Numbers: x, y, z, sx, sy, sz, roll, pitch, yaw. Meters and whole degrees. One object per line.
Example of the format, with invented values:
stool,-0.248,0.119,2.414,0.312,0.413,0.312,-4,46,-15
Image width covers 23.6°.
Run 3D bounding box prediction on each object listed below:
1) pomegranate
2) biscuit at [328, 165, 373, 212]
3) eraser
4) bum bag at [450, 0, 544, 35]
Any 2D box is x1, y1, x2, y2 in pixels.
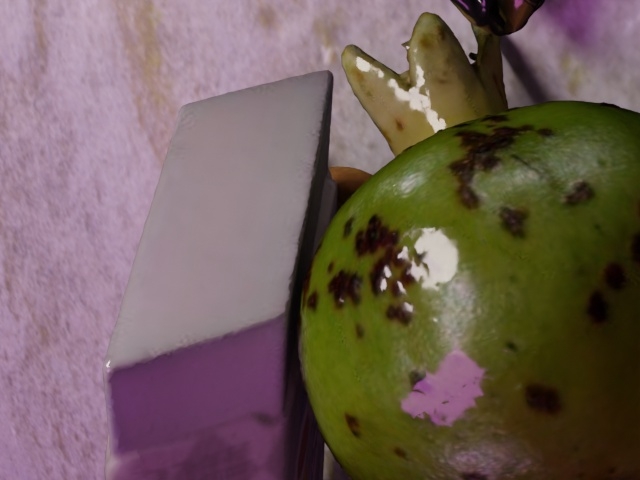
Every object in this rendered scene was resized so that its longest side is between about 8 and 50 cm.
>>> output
pomegranate,0.087,0.016,0.680,0.211,0.211,0.263,118,144,-49
biscuit,-0.003,-0.005,0.869,0.184,0.027,0.133,3,125,45
eraser,-0.047,0.121,0.828,0.082,0.213,0.397,7,135,4
bum bag,0.096,-0.182,0.611,0.107,0.060,0.232,47,142,8
